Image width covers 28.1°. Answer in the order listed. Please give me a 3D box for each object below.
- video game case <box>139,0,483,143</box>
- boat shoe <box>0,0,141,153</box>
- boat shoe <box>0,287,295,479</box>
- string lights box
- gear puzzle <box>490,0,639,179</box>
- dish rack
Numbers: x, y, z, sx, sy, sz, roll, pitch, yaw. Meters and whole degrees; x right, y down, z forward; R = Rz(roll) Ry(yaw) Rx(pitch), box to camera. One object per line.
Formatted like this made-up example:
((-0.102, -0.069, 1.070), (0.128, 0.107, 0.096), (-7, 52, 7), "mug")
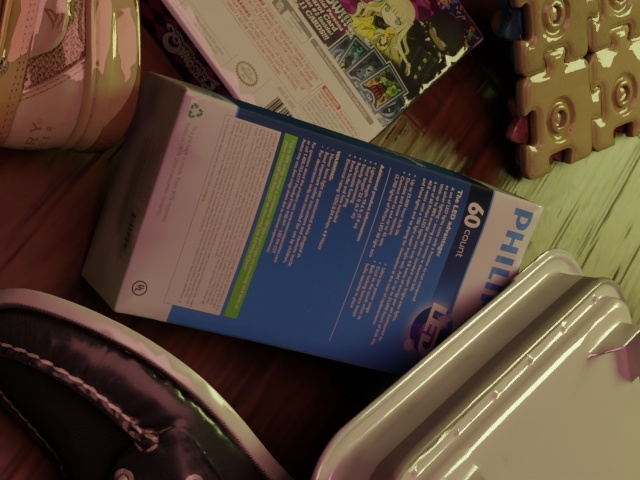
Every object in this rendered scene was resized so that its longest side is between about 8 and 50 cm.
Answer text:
((-0.019, -0.174, 0.874), (0.210, 0.042, 0.232), (-44, 103, -31), "video game case")
((-0.177, -0.221, 0.737), (0.110, 0.121, 0.341), (-1, 80, -34), "boat shoe")
((-0.081, 0.145, 0.713), (0.302, 0.114, 0.091), (40, 54, -18), "boat shoe")
((0.000, 0.000, 0.794), (0.259, 0.076, 0.133), (16, 97, -29), "string lights box")
((0.255, -0.175, 1.035), (0.339, 0.044, 0.176), (-22, 114, -37), "gear puzzle")
((0.130, 0.186, 0.780), (0.333, 0.072, 0.286), (-33, 118, -45), "dish rack")
